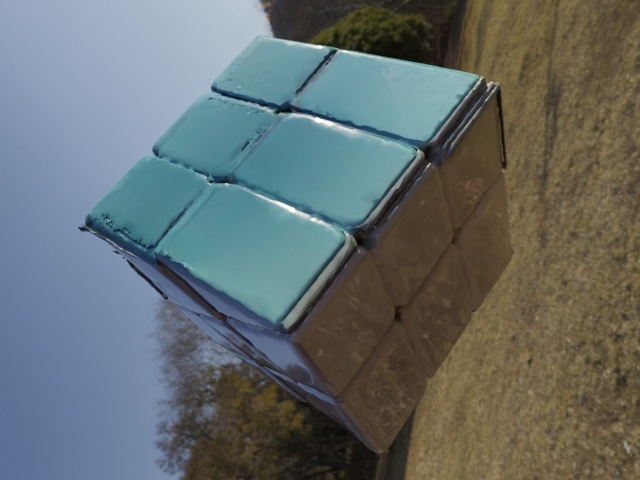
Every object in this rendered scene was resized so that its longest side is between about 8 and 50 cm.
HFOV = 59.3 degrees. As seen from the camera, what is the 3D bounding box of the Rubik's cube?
[{"bbox_3d":[0.000,0.000,0.466,0.225,0.231,0.221,-53,-37,-19],"label":"Rubik's cube"}]
